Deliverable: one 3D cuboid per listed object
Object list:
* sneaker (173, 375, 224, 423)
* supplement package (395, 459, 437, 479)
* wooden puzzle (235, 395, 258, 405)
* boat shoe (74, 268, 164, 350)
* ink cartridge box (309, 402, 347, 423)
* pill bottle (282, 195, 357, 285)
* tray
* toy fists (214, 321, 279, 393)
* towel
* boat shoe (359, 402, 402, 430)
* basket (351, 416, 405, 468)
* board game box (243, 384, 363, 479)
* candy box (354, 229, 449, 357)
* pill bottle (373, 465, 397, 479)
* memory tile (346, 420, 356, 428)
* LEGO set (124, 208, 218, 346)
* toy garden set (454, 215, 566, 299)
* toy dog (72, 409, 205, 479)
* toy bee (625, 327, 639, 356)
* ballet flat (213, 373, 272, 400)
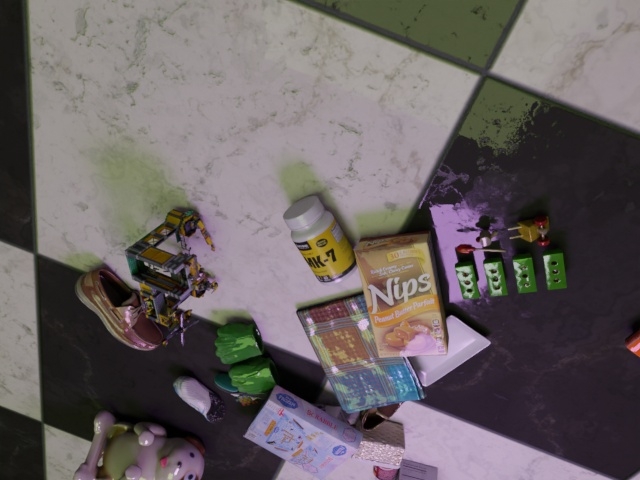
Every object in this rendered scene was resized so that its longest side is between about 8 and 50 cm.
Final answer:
[{"bbox_3d":[-0.424,0.557,1.837,0.086,0.085,0.237,-1,132,48],"label":"sneaker"},{"bbox_3d":[0.314,0.900,1.770,0.134,0.244,0.139,13,127,7],"label":"supplement package"},{"bbox_3d":[-0.262,0.560,1.833,0.083,0.006,0.049,-18,118,25],"label":"wooden puzzle"},{"bbox_3d":[-0.606,0.215,1.614,0.116,0.123,0.324,-31,114,28],"label":"boat shoe"},{"bbox_3d":[0.025,0.605,1.736,0.181,0.061,0.104,-2,123,28],"label":"ink cartridge box"},{"bbox_3d":[0.000,0.000,1.300,0.119,0.119,0.208,-20,117,26],"label":"pill bottle"},{"bbox_3d":[0.335,0.312,1.485,0.145,0.030,0.270,34,126,-11],"label":"tray"},{"bbox_3d":[-0.235,0.370,1.638,0.142,0.096,0.279,-15,120,7],"label":"toy fists"},{"bbox_3d":[0.114,0.332,1.510,0.271,0.040,0.370,-19,106,24],"label":"towel"},{"bbox_3d":[0.208,0.511,1.618,0.095,0.095,0.257,28,126,-6],"label":"boat shoe"},{"bbox_3d":[0.191,0.659,1.710,0.167,0.113,0.103,13,121,-3],"label":"basket"},{"bbox_3d":[-0.067,0.640,1.716,0.318,0.066,0.318,30,135,-1],"label":"board game box"},{"bbox_3d":[0.212,0.142,1.329,0.183,0.087,0.316,-8,111,19],"label":"candy box"},{"bbox_3d":[0.227,0.782,1.810,0.086,0.086,0.152,7,125,10],"label":"pill bottle"},{"bbox_3d":[0.088,0.666,1.811,0.148,0.012,0.113,24,127,-2],"label":"memory tile"},{"bbox_3d":[-0.351,0.097,1.379,0.192,0.255,0.331,18,121,23],"label":"LEGO set"},{"bbox_3d":[0.448,0.038,1.255,0.244,0.049,0.204,-9,123,21],"label":"toy garden set"},{"bbox_3d":[-0.647,0.855,1.980,0.408,0.284,0.395,2,138,14],"label":"toy dog"},{"bbox_3d":[0.896,0.318,1.287,0.195,0.162,0.298,-33,86,40],"label":"toy bee"},{"bbox_3d":[-0.261,0.499,1.752,0.203,0.074,0.074,5,125,8],"label":"ballet flat"}]
